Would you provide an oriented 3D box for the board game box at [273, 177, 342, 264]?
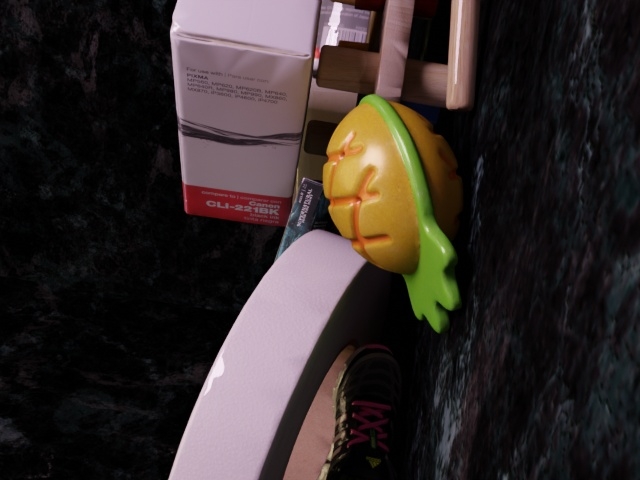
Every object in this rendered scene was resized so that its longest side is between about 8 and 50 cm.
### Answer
[{"bbox_3d":[0.000,0.000,0.861,0.186,0.026,0.126,-4,-67,-74],"label":"board game box"}]

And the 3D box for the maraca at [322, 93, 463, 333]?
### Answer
[{"bbox_3d":[0.060,-0.022,0.610,0.127,0.099,0.185,92,159,-63],"label":"maraca"}]

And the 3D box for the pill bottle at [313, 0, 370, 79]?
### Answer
[{"bbox_3d":[0.056,-0.363,1.173,0.161,0.161,0.283,-138,58,-87],"label":"pill bottle"}]

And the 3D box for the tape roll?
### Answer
[{"bbox_3d":[-0.031,0.182,0.788,0.392,0.072,0.391,19,-90,-76],"label":"tape roll"}]

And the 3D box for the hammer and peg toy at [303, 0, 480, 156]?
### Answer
[{"bbox_3d":[0.065,-0.212,0.761,0.361,0.128,0.265,110,169,-78],"label":"hammer and peg toy"}]

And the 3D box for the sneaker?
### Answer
[{"bbox_3d":[0.039,0.176,0.713,0.075,0.063,0.170,-160,85,-76],"label":"sneaker"}]

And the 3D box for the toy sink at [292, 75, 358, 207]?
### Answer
[{"bbox_3d":[0.034,-0.126,1.055,0.153,0.131,0.234,109,163,-76],"label":"toy sink"}]

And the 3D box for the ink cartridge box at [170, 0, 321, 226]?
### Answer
[{"bbox_3d":[-0.063,-0.167,0.780,0.273,0.114,0.196,101,176,-61],"label":"ink cartridge box"}]
